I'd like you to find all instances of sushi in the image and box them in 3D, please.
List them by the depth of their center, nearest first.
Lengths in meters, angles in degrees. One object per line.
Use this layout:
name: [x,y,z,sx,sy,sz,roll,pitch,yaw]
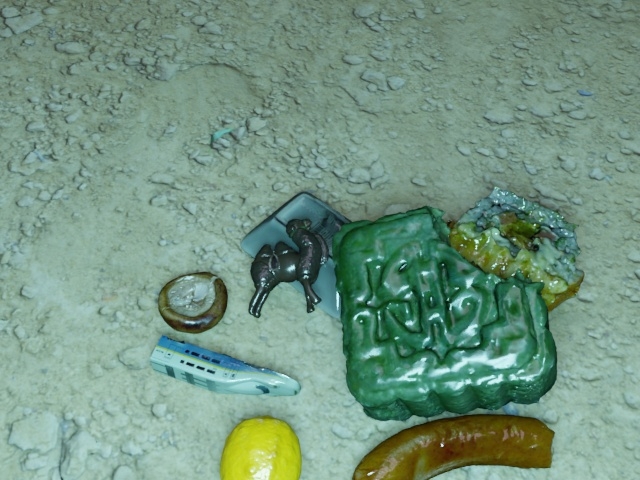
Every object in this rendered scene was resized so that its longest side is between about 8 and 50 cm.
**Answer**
sushi: [0.315,0.018,1.275,0.274,0.139,0.184,29,54,20]

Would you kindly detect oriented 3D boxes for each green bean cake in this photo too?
green bean cake: [0.180,0.098,1.119,0.301,0.169,0.307,-11,63,11]

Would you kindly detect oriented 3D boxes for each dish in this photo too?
dish: [0.000,0.000,1.316,0.243,0.080,0.182,35,57,22]

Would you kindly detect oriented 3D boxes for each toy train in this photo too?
toy train: [-0.146,0.209,1.157,0.234,0.052,0.051,17,55,10]

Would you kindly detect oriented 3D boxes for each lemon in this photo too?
lemon: [-0.082,0.315,1.033,0.114,0.114,0.155,2,56,-1]

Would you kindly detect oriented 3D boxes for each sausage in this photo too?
sausage: [0.187,0.307,1.075,0.303,0.076,0.102,-9,50,-10]

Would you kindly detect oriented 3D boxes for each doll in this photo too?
doll: [-0.053,0.043,1.241,0.139,0.057,0.165,-6,72,13]

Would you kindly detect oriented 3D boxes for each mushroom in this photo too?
mushroom: [-0.211,0.104,1.238,0.123,0.052,0.123,0,44,0]
